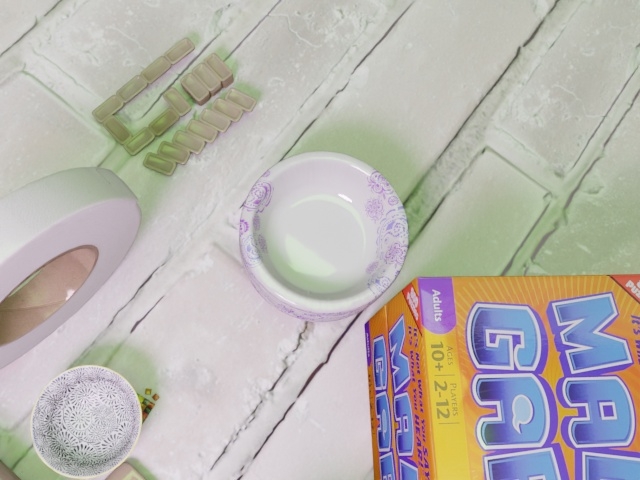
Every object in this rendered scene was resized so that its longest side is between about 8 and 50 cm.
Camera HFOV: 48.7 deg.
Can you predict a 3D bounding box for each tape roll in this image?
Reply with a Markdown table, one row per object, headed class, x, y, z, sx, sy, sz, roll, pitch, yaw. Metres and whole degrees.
| class | x | y | z | sx | sy | sz | roll | pitch | yaw |
| --- | --- | --- | --- | --- | --- | --- | --- | --- | --- |
| tape roll | -0.424 | 0.057 | 1.020 | 0.072 | 0.392 | 0.392 | 44 | 72 | 6 |

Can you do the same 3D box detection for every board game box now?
| class | x | y | z | sx | sy | sz | roll | pitch | yaw |
| --- | --- | --- | --- | --- | --- | --- | --- | --- | --- |
| board game box | 0.283 | 0.265 | 1.077 | 0.357 | 0.356 | 0.356 | 0 | 73 | -8 |

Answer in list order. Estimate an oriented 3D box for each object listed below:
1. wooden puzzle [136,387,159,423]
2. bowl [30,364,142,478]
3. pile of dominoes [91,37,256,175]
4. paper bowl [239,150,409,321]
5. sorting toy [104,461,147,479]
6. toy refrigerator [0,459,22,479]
| class | x | y | z | sx | sy | sz | roll | pitch | yaw |
| --- | --- | --- | --- | --- | --- | --- | --- | --- | --- |
| wooden puzzle | -0.308 | 0.279 | 1.169 | 0.049 | 0.006 | 0.083 | 31 | 71 | 2 |
| bowl | -0.359 | 0.285 | 1.117 | 0.170 | 0.080 | 0.170 | 1 | 76 | -2 |
| pile of dominoes | -0.269 | -0.245 | 1.332 | 0.251 | 0.040 | 0.196 | -42 | 83 | -9 |
| paper bowl | 0.000 | 0.000 | 1.225 | 0.284 | 0.148 | 0.284 | 2 | 73 | -8 |
| sorting toy | -0.301 | 0.484 | 1.095 | 0.208 | 0.038 | 0.193 | 41 | 72 | 10 |
| toy refrigerator | -0.456 | 0.418 | 1.036 | 0.269 | 0.102 | 0.094 | 38 | 72 | 12 |
